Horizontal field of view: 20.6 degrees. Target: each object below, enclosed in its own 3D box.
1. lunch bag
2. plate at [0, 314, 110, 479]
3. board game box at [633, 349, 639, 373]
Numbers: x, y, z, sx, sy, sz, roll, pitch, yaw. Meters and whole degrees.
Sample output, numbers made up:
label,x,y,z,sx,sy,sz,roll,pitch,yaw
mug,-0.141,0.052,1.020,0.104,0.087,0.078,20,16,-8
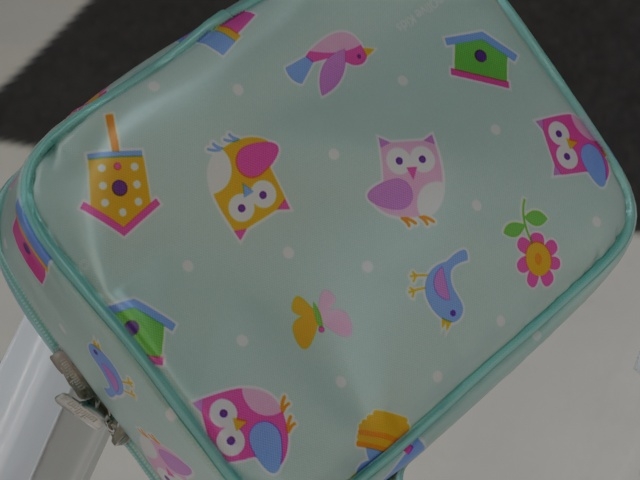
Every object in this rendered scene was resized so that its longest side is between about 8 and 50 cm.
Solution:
label,x,y,z,sx,sy,sz,roll,pitch,yaw
lunch bag,0.000,0.000,0.817,0.279,0.224,0.108,-37,3,-27
plate,-0.177,0.109,1.155,0.278,0.045,0.277,-24,41,64
board game box,0.364,-0.012,1.326,0.053,0.193,0.305,34,35,32
